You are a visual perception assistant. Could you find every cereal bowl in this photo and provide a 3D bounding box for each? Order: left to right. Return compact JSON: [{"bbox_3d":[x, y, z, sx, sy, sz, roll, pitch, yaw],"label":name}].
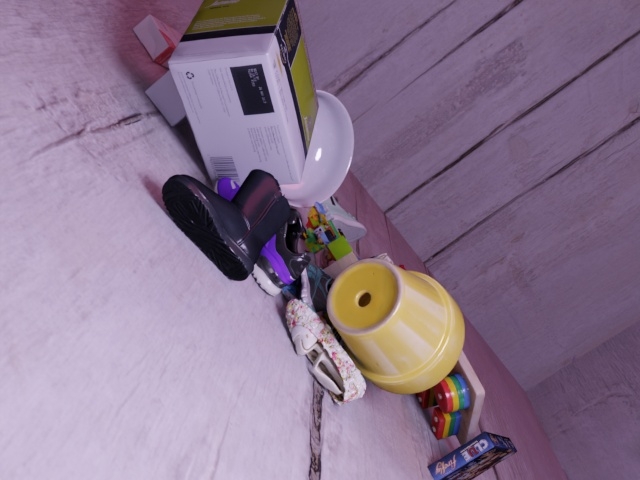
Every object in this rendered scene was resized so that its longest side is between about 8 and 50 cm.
[{"bbox_3d":[-0.069,-0.270,1.982,0.141,0.339,0.339,23,-13,44],"label":"cereal bowl"}]

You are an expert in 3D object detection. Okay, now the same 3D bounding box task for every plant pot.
[{"bbox_3d":[0.136,0.158,1.411,0.239,0.254,0.254,42,17,-49],"label":"plant pot"}]

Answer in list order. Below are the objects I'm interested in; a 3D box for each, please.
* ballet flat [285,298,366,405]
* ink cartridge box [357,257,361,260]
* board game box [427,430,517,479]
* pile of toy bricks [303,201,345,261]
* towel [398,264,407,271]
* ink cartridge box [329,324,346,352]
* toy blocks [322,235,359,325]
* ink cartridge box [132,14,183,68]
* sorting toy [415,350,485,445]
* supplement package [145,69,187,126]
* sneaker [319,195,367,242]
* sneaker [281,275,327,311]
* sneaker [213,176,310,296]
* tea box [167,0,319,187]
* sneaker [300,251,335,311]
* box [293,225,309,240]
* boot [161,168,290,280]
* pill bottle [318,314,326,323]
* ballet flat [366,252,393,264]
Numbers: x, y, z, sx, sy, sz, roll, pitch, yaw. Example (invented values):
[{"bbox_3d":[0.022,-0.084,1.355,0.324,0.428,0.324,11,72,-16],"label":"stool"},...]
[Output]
[{"bbox_3d":[0.000,0.224,1.380,0.241,0.091,0.077,50,46,5],"label":"ballet flat"},{"bbox_3d":[0.125,0.161,1.983,0.231,0.078,0.134,57,13,14],"label":"ink cartridge box"},{"bbox_3d":[0.377,0.535,1.700,0.243,0.165,0.042,33,25,-57],"label":"board game box"},{"bbox_3d":[0.000,0.000,1.894,0.118,0.105,0.212,26,33,-59],"label":"pile of toy bricks"},{"bbox_3d":[0.237,0.221,1.805,0.199,0.031,0.274,-125,-153,-56],"label":"towel"},{"bbox_3d":[0.040,0.243,1.533,0.097,0.046,0.207,55,12,1],"label":"ink cartridge box"},{"bbox_3d":[0.132,0.193,1.780,0.381,0.191,0.261,58,2,14],"label":"toy blocks"},{"bbox_3d":[-0.412,-0.528,1.907,0.115,0.067,0.198,57,15,12],"label":"ink cartridge box"},{"bbox_3d":[0.321,0.385,1.836,0.257,0.089,0.255,-113,-164,-46],"label":"sorting toy"},{"bbox_3d":[-0.323,-0.349,1.666,0.105,0.105,0.179,52,12,-7],"label":"supplement package"},{"bbox_3d":[0.069,-0.089,2.388,0.256,0.094,0.151,29,33,-56],"label":"sneaker"},{"bbox_3d":[-0.030,0.125,1.586,0.191,0.071,0.083,27,-15,-37],"label":"sneaker"},{"bbox_3d":[-0.113,-0.037,1.494,0.293,0.146,0.102,58,13,19],"label":"sneaker"},{"bbox_3d":[-0.152,-0.346,1.566,0.323,0.220,0.329,-77,161,-46],"label":"tea box"},{"bbox_3d":[-0.002,0.089,1.478,0.065,0.076,0.166,73,8,-47],"label":"sneaker"},{"bbox_3d":[-0.068,-0.039,1.955,0.067,0.018,0.083,60,14,27],"label":"box"},{"bbox_3d":[-0.170,-0.074,1.320,0.246,0.094,0.207,54,43,-26],"label":"boot"},{"bbox_3d":[-0.023,0.175,1.491,0.083,0.043,0.043,35,23,-54],"label":"pill bottle"},{"bbox_3d":[0.202,0.098,2.383,0.095,0.096,0.280,53,12,-2],"label":"ballet flat"}]
